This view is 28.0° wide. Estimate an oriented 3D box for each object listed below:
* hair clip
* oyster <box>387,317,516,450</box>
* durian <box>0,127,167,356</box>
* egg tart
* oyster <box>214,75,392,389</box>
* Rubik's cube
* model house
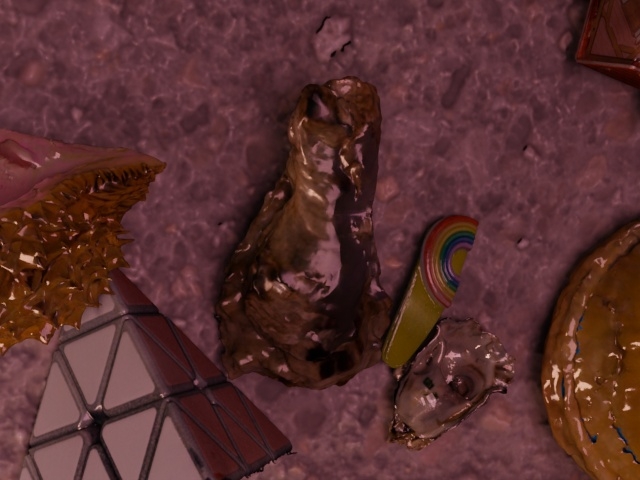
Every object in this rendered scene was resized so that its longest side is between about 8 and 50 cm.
[{"bbox_3d":[0.115,0.051,1.385,0.060,0.033,0.188,31,79,-24],"label":"hair clip"},{"bbox_3d":[0.129,0.155,1.402,0.166,0.053,0.108,-40,104,-13],"label":"oyster"},{"bbox_3d":[-0.300,0.011,1.150,0.305,0.185,0.195,4,120,-15],"label":"durian"},{"bbox_3d":[0.444,0.146,1.484,0.388,0.169,0.388,-1,92,-23],"label":"egg tart"},{"bbox_3d":[0.008,0.000,1.287,0.198,0.133,0.337,-3,106,-38],"label":"oyster"},{"bbox_3d":[-0.161,0.183,1.229,0.228,0.233,0.229,-63,164,-44],"label":"Rubik's cube"},{"bbox_3d":[0.393,-0.243,1.437,0.294,0.154,0.207,16,47,-33],"label":"model house"}]
